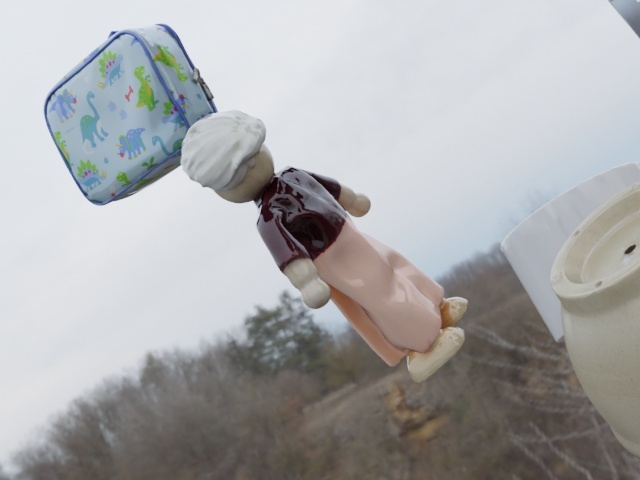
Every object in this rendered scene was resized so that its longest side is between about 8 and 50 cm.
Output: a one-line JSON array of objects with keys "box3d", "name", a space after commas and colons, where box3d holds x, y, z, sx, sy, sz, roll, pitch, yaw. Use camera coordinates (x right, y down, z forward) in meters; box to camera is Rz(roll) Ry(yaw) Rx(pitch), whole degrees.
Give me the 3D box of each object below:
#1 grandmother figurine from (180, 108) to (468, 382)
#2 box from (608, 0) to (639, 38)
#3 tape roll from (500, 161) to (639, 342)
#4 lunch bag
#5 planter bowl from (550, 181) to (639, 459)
[{"box3d": [0.000, 0.000, 0.972, 0.104, 0.342, 0.208, -44, 12, 19], "name": "grandmother figurine"}, {"box3d": [0.355, -0.120, 0.792, 0.076, 0.308, 0.242, -41, -36, 25], "name": "box"}, {"box3d": [0.413, 0.021, 1.420, 0.246, 0.169, 0.246, -25, -18, -8], "name": "tape roll"}, {"box3d": [-0.239, -0.159, 1.207, 0.219, 0.176, 0.090, -29, 0, 35], "name": "lunch bag"}, {"box3d": [0.203, 0.032, 0.553, 0.162, 0.109, 0.162, -42, 14, 13], "name": "planter bowl"}]
